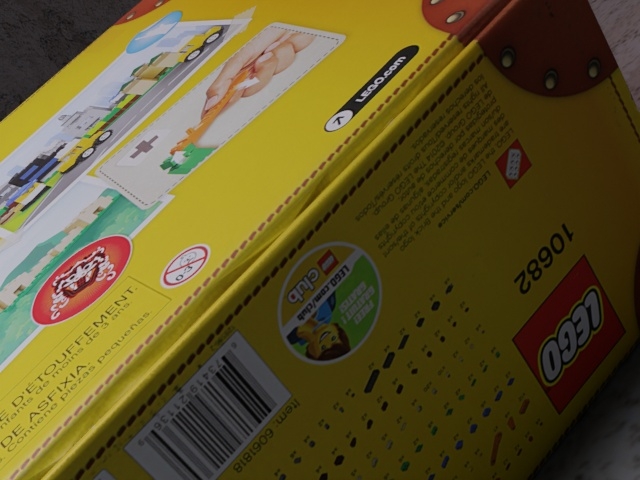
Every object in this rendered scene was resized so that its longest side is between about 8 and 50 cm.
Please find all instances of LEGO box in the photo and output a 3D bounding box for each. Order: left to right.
[{"bbox_3d":[-0.119,0.081,0.524,0.500,0.193,0.372,-46,31,-17],"label":"LEGO box"}]
